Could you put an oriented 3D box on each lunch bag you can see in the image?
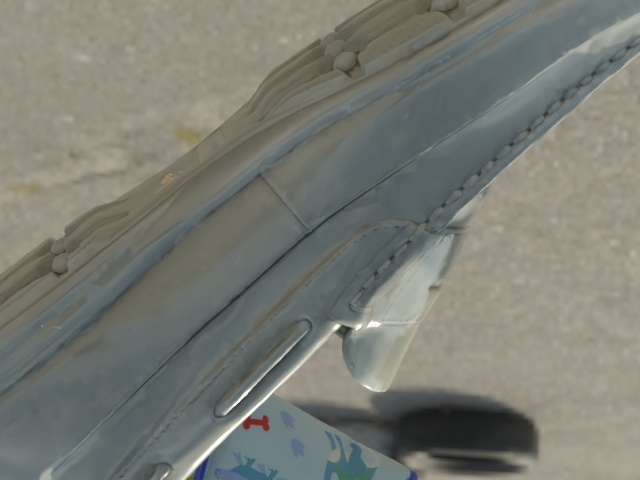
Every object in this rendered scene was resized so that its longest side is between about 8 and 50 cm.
[{"bbox_3d":[-0.036,0.149,0.738,0.129,0.151,0.096,33,150,-31],"label":"lunch bag"}]

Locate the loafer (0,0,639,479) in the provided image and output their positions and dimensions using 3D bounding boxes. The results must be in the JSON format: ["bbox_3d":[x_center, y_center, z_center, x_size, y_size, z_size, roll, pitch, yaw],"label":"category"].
[{"bbox_3d":[0.000,0.000,0.599,0.319,0.111,0.112,-35,-165,7],"label":"loafer"}]
